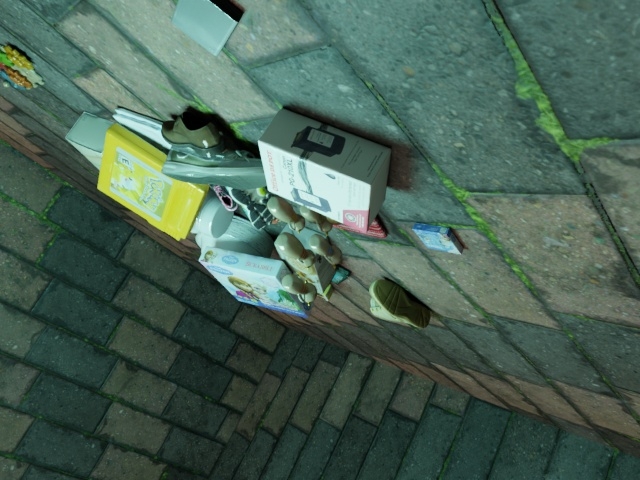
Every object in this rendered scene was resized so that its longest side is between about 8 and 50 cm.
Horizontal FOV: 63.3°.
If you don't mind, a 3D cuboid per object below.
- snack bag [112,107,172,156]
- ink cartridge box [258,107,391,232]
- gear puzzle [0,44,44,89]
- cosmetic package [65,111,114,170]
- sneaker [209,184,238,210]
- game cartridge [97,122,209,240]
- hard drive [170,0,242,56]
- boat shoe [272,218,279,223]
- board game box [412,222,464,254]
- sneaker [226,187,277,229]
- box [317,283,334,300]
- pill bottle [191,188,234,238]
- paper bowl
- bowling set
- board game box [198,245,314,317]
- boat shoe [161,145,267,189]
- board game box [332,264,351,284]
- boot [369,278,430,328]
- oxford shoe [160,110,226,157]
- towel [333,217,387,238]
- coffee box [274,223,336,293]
[{"bbox_3d":[-0.397,-0.241,1.520,0.342,0.037,0.323,21,162,23],"label":"snack bag"},{"bbox_3d":[0.008,-0.136,1.026,0.237,0.100,0.172,24,154,15],"label":"ink cartridge box"},{"bbox_3d":[-0.921,-0.510,1.542,0.338,0.044,0.175,10,156,47],"label":"gear puzzle"},{"bbox_3d":[-0.679,-0.276,1.739,0.160,0.113,0.309,23,164,19],"label":"cosmetic package"},{"bbox_3d":[-0.279,-0.136,1.470,0.119,0.047,0.057,52,-175,-3],"label":"sneaker"},{"bbox_3d":[-0.513,-0.161,1.572,0.323,0.053,0.285,34,138,-3],"label":"game cartridge"},{"bbox_3d":[-0.186,-0.360,0.839,0.094,0.022,0.135,34,162,-19],"label":"hard drive"},{"bbox_3d":[-0.166,-0.072,1.639,0.043,0.049,0.137,-9,-176,-32],"label":"boat shoe"},{"bbox_3d":[0.267,-0.004,1.178,0.090,0.020,0.090,12,158,44],"label":"board game box"},{"bbox_3d":[-0.197,-0.131,1.465,0.110,0.107,0.275,42,169,35],"label":"sneaker"},{"bbox_3d":[-0.062,0.176,2.189,0.232,0.058,0.087,23,163,21],"label":"box"},{"bbox_3d":[-0.443,-0.120,1.735,0.282,0.161,0.160,24,163,17],"label":"pill bottle"},{"bbox_3d":[-0.326,0.029,1.935,0.283,0.148,0.284,16,153,8],"label":"paper bowl"},{"bbox_3d":[0.000,0.000,1.265,0.199,0.287,0.154,-21,151,20],"label":"bowling set"},{"bbox_3d":[-0.219,0.150,1.831,0.318,0.066,0.318,9,152,27],"label":"board game box"},{"bbox_3d":[-0.250,-0.192,1.283,0.320,0.103,0.118,7,172,27],"label":"boat shoe"},{"bbox_3d":[0.034,0.109,1.889,0.126,0.026,0.186,29,164,-2],"label":"board game box"},{"bbox_3d":[0.223,0.210,1.773,0.261,0.095,0.203,32,165,-27],"label":"boot"},{"bbox_3d":[-0.315,-0.273,1.251,0.227,0.083,0.096,19,137,38],"label":"oxford shoe"},{"bbox_3d":[0.038,-0.093,1.267,0.198,0.031,0.275,15,161,33],"label":"towel"},{"bbox_3d":[-0.044,0.059,1.689,0.141,0.098,0.247,23,156,21],"label":"coffee box"}]
